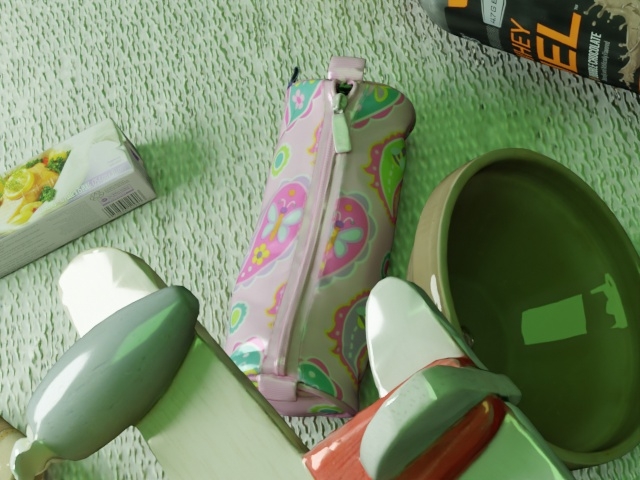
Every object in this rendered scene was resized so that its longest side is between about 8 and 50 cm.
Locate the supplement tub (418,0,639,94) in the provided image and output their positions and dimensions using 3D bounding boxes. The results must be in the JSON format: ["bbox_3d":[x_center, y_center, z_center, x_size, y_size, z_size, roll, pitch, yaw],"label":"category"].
[{"bbox_3d":[0.219,-0.238,0.969,0.337,0.207,0.207,22,75,20],"label":"supplement tub"}]

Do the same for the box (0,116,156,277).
[{"bbox_3d":[-0.304,-0.001,1.064,0.324,0.067,0.063,-28,65,1],"label":"box"}]

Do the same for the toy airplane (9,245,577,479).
[{"bbox_3d":[-0.034,0.203,0.733,0.386,0.272,0.385,3,98,42],"label":"toy airplane"}]

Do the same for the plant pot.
[{"bbox_3d":[0.138,0.060,0.894,0.109,0.237,0.238,-28,58,45],"label":"plant pot"}]

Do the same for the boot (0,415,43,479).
[{"bbox_3d":[-0.345,0.244,0.982,0.206,0.090,0.249,13,73,29],"label":"boot"}]

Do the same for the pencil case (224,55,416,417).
[{"bbox_3d":[0.000,0.000,0.970,0.124,0.124,0.284,8,72,15],"label":"pencil case"}]
